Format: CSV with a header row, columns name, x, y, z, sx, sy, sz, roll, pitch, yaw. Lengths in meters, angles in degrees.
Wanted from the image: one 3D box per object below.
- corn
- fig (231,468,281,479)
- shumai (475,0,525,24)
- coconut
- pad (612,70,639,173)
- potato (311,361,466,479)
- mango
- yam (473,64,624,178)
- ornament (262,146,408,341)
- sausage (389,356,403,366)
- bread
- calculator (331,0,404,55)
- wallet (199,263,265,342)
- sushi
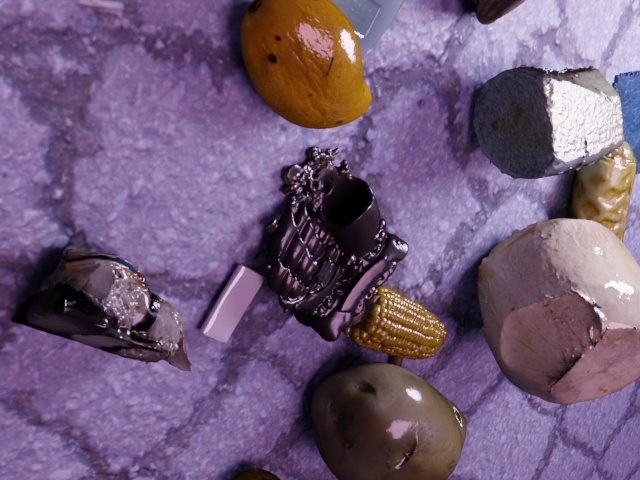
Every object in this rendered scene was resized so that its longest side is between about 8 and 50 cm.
name,x,y,z,sx,sy,sz,roll,pitch,yaw
corn,0.130,0.152,1.645,0.119,0.119,0.322,-60,145,1
fig,-0.137,0.507,1.606,0.124,0.124,0.236,1,127,-46
shumai,0.299,-0.441,1.457,0.120,0.201,0.201,45,76,-8
coconut,0.484,0.129,1.837,0.346,0.360,0.346,-10,135,-10
pad,0.707,-0.260,2.059,0.270,0.012,0.268,-17,125,-39
potato,0.126,0.357,1.680,0.243,0.221,0.326,-49,134,-2
mango,-0.013,-0.235,1.243,0.157,0.109,0.262,-35,135,9
yam,0.418,-0.222,1.645,0.271,0.201,0.202,-14,102,-36
ornament,0.000,0.000,1.440,0.251,0.106,0.260,-52,135,-11
sausage,0.142,0.252,1.787,0.026,0.026,0.116,0,113,-46
bread,0.604,-0.093,1.964,0.152,0.130,0.267,-50,147,-57
calculator,0.072,-0.398,1.298,0.185,0.041,0.298,18,101,-49
wallet,-0.137,0.097,1.404,0.061,0.025,0.122,31,91,-52
sushi,-0.258,0.092,1.218,0.273,0.134,0.109,28,65,-43
